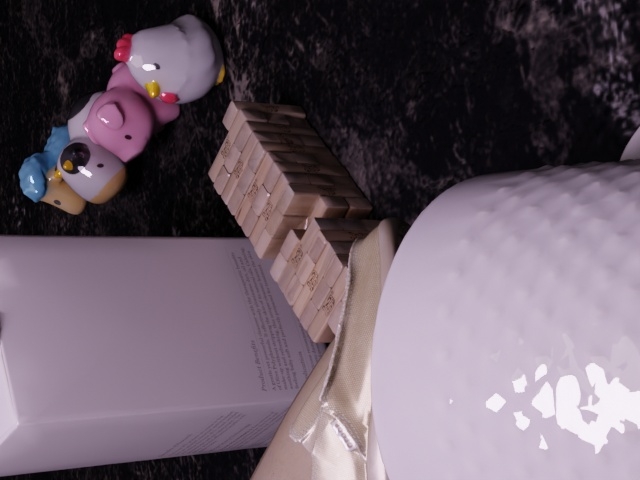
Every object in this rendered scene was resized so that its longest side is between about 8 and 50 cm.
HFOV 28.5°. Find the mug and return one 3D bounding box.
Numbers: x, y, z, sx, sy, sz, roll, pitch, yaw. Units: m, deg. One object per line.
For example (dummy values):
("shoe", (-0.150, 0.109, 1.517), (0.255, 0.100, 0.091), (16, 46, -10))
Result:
("mug", (0.258, 0.043, 0.790), (0.328, 0.276, 0.374), (-2, 58, 45))

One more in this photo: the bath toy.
("bath toy", (-0.248, -0.151, 1.544), (0.348, 0.129, 0.151), (-35, 62, 46))

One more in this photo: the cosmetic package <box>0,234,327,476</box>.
("cosmetic package", (-0.182, 0.108, 1.256), (0.155, 0.365, 0.197), (-42, 57, 44))

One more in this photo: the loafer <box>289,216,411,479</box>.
("loafer", (0.028, 0.115, 0.868), (0.092, 0.102, 0.269), (-2, 76, 26))

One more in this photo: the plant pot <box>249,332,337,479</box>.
("plant pot", (0.103, 0.126, 1.010), (0.256, 0.256, 0.274), (26, 96, 50))

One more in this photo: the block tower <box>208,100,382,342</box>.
("block tower", (0.000, 0.000, 1.243), (0.335, 0.091, 0.097), (58, 131, 36))
